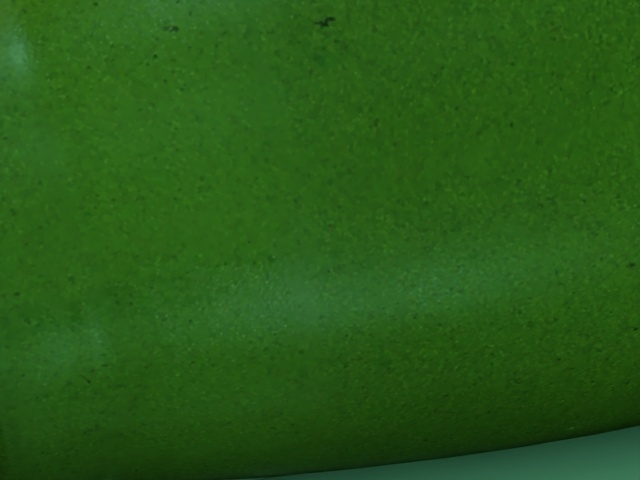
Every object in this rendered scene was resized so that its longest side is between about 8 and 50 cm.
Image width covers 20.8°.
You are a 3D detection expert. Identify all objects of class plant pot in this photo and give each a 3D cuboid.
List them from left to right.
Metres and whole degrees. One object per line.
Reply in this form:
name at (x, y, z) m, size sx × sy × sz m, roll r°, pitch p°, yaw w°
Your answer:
plant pot at (-0.001, -0.057, 0.691) m, size 0.353 × 0.366 × 0.366 m, roll -17°, pitch 25°, yaw -17°
